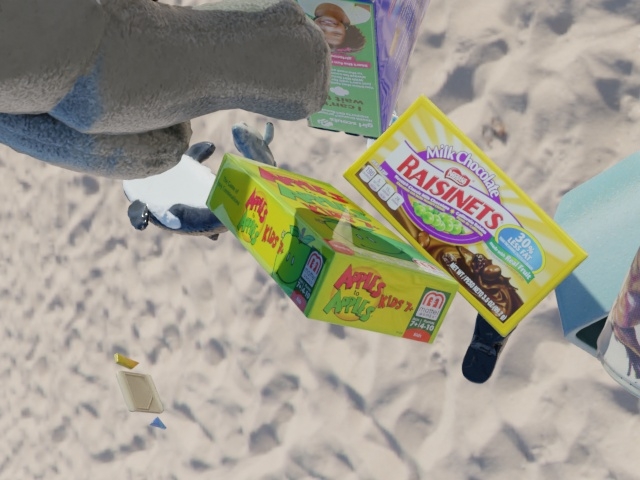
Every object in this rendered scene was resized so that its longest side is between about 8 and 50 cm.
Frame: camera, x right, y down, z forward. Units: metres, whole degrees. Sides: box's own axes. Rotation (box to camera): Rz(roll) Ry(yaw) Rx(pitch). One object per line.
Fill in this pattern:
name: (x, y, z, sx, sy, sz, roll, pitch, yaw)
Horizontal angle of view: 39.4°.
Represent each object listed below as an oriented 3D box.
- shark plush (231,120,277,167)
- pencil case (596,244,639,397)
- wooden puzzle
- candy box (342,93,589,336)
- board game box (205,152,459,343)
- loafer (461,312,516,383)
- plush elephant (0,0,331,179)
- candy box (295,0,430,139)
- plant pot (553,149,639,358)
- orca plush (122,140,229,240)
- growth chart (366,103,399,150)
shark plush: (-0.108, -0.118, 1.464, 0.067, 0.073, 0.161, -63, -34, -67)
pencil case: (0.391, -0.043, 0.742, 0.160, 0.184, 0.410, -64, -8, -70)
wooden puzzle: (-0.267, 0.223, 1.313, 0.014, 0.078, 0.116, -36, 57, 18)
candy box: (0.127, -0.023, 0.799, 0.105, 0.027, 0.206, -45, 82, 3)
board game box: (0.000, 0.000, 0.584, 0.181, 0.092, 0.043, 43, 114, 56)
loafer: (0.262, 0.135, 1.359, 0.062, 0.061, 0.170, 28, 91, 13)
plush elephant: (-0.193, -0.151, 0.482, 0.255, 0.330, 0.271, 27, 145, 50)
candy box: (0.058, -0.319, 1.127, 0.317, 0.122, 0.268, 72, -147, -66)
plant pot: (0.480, 0.019, 1.314, 0.248, 0.247, 0.252, -34, 47, 28)
orca plush: (-0.149, -0.049, 1.193, 0.287, 0.102, 0.151, 0, 52, 35)
growth chart: (0.114, -0.231, 1.716, 0.172, 0.021, 0.237, -164, 66, -68)
